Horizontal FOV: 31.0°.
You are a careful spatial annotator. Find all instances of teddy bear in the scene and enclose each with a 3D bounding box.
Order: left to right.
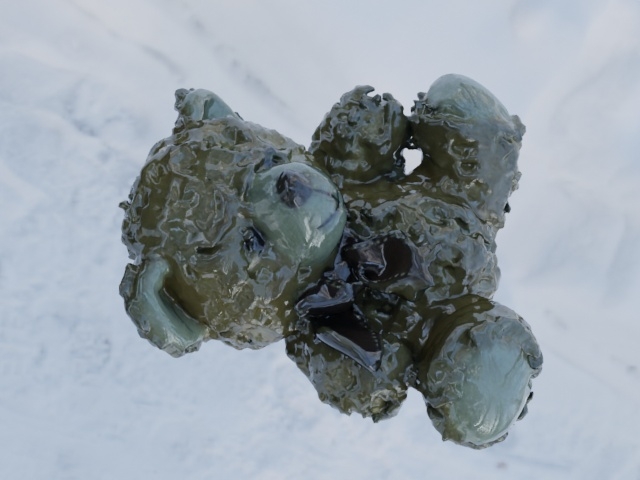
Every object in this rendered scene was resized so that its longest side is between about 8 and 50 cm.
[{"bbox_3d":[0.000,0.000,0.735,0.256,0.156,0.267,19,54,-18],"label":"teddy bear"}]
